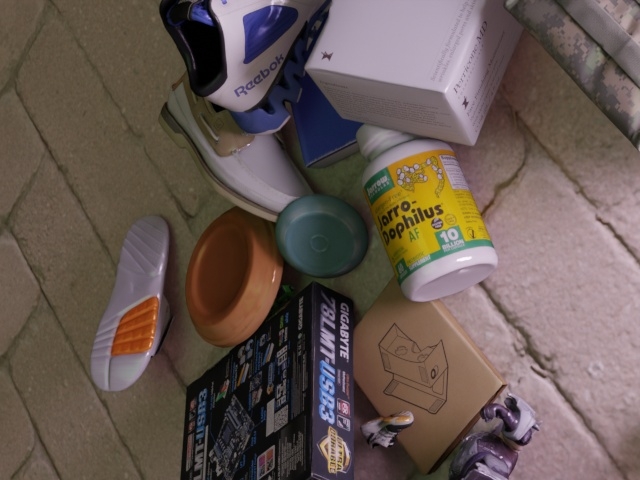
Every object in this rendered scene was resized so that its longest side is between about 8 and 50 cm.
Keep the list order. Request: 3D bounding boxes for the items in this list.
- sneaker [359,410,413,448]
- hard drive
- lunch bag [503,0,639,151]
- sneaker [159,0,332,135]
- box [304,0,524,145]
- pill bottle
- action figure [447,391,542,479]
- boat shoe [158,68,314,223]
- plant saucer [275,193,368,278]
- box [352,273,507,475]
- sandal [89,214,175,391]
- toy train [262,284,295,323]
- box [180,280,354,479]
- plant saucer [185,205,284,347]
[{"bbox_3d":[0.086,0.230,1.589,0.083,0.032,0.037,-23,89,47],"label":"sneaker"},{"bbox_3d":[0.027,-0.276,1.658,0.210,0.040,0.319,-24,74,40],"label":"hard drive"},{"bbox_3d":[0.362,-0.249,1.264,0.287,0.169,0.235,-49,55,23],"label":"lunch bag"},{"bbox_3d":[-0.086,-0.297,1.594,0.127,0.182,0.316,15,90,41],"label":"sneaker"},{"bbox_3d":[0.110,-0.223,1.463,0.181,0.119,0.181,15,73,31],"label":"box"},{"bbox_3d":[0.116,-0.045,1.524,0.117,0.117,0.208,-34,67,38],"label":"pill bottle"},{"bbox_3d":[0.171,0.256,1.404,0.099,0.285,0.185,28,100,-2],"label":"action figure"},{"bbox_3d":[-0.106,-0.132,1.735,0.302,0.113,0.103,42,118,33],"label":"boat shoe"},{"bbox_3d":[0.000,0.000,1.648,0.119,0.021,0.119,4,117,8],"label":"plant saucer"},{"bbox_3d":[0.117,0.155,1.590,0.201,0.021,0.164,53,123,30],"label":"box"},{"bbox_3d":[-0.253,0.097,1.910,0.102,0.076,0.265,4,72,29],"label":"sandal"},{"bbox_3d":[-0.064,0.087,1.757,0.083,0.023,0.017,-47,60,32],"label":"toy train"},{"bbox_3d":[-0.072,0.244,1.648,0.293,0.073,0.296,-43,32,36],"label":"box"},{"bbox_3d":[-0.123,0.043,1.764,0.200,0.037,0.200,-27,54,44],"label":"plant saucer"}]
